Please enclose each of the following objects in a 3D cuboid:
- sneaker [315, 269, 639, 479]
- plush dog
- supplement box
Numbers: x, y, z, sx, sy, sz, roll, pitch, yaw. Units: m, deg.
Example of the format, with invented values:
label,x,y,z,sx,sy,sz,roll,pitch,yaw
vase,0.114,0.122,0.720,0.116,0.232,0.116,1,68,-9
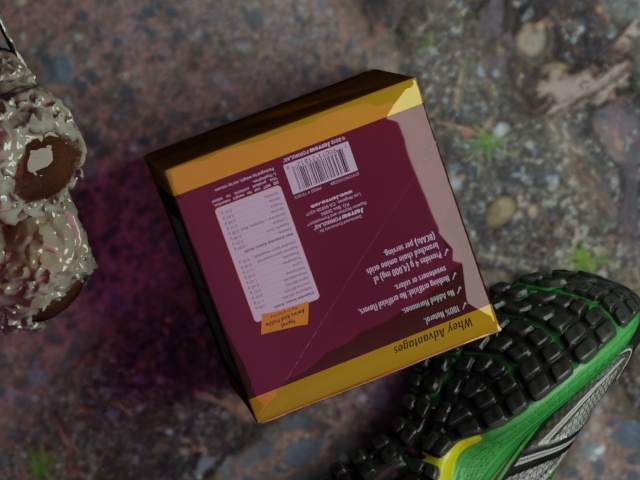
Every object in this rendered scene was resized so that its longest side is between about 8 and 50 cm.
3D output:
label,x,y,z,sx,sy,sz,roll,pitch,yaw
sneaker,0.122,0.163,1.454,0.343,0.134,0.146,-46,129,-6
plush dog,-0.293,-0.039,1.303,0.225,0.262,0.211,-25,68,-16
supplement box,0.000,0.000,1.389,0.191,0.129,0.194,-21,101,-8
